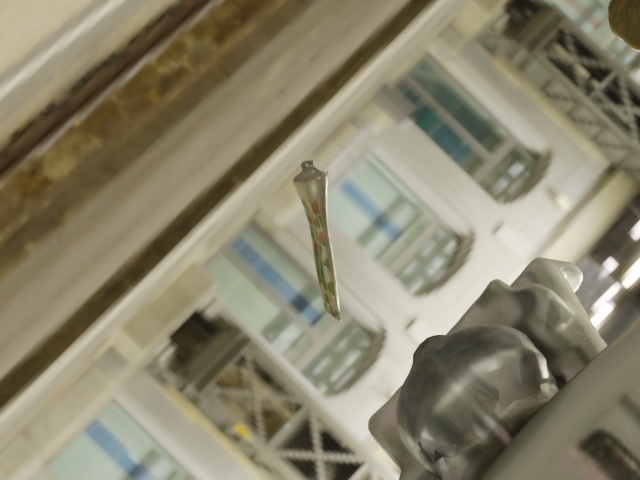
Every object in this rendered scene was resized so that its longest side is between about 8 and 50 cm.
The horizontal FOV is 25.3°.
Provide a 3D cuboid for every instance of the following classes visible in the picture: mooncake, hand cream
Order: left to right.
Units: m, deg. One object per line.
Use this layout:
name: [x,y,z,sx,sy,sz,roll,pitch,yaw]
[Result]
hand cream: [0.000,0.000,1.439,0.037,0.165,0.057,-12,-166,-13]
mooncake: [0.328,-0.047,1.046,0.150,0.347,0.057,-13,-155,25]

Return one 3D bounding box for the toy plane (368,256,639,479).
toy plane: [0.108,0.071,0.345,0.252,0.118,0.252,-26,-137,27]
